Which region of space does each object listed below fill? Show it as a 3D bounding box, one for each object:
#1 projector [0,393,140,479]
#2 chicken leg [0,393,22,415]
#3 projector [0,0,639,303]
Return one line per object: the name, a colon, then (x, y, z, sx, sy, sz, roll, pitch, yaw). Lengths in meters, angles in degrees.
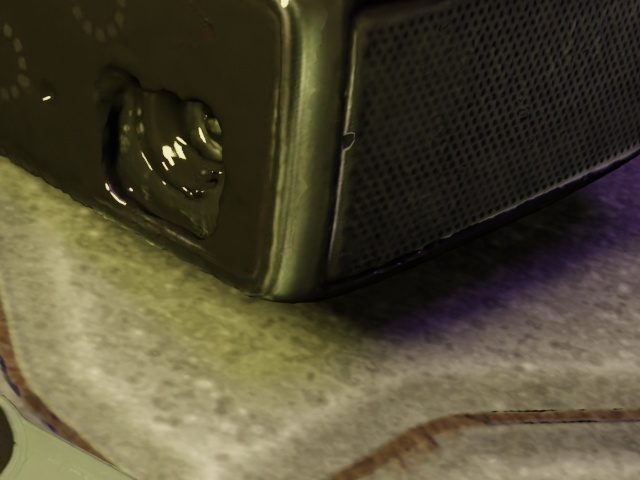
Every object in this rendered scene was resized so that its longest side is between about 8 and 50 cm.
projector: (-0.119, 0.185, 0.806, 0.256, 0.192, 0.099, 27, 36, 15)
chicken leg: (-0.295, 0.110, 0.950, 0.304, 0.093, 0.113, 4, 53, -29)
projector: (-0.006, -0.176, 1.263, 0.395, 0.242, 0.405, 27, 35, 36)
